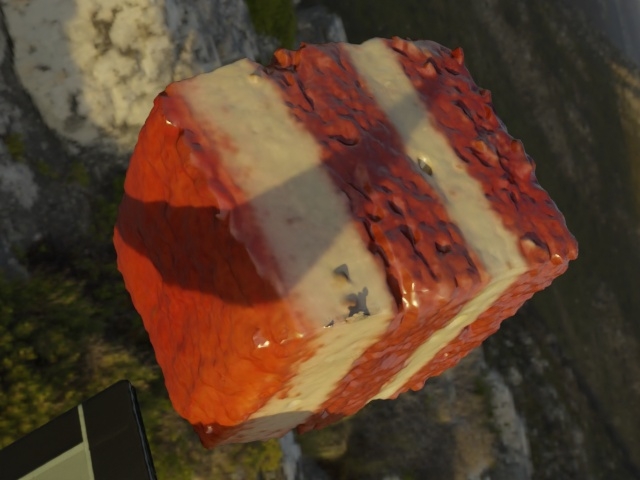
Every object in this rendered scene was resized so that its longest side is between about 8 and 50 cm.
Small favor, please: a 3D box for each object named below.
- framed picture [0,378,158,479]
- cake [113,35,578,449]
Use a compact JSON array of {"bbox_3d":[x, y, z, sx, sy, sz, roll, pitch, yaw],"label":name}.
[{"bbox_3d":[-0.167,0.226,0.411,0.016,0.265,0.347,60,-3,-35],"label":"framed picture"},{"bbox_3d":[0.000,0.000,0.870,0.320,0.270,0.269,-14,64,-35],"label":"cake"}]
